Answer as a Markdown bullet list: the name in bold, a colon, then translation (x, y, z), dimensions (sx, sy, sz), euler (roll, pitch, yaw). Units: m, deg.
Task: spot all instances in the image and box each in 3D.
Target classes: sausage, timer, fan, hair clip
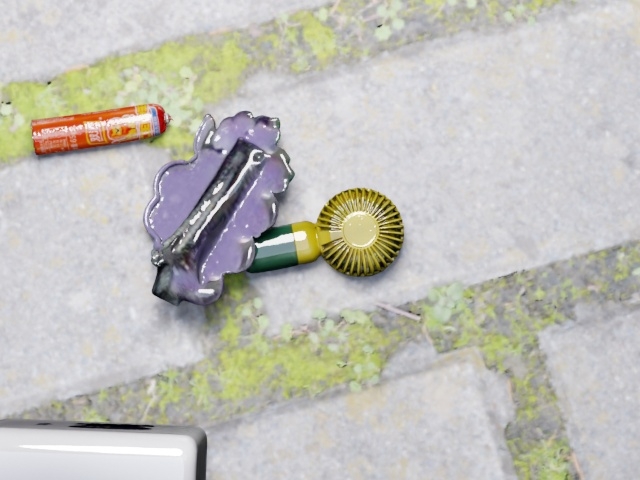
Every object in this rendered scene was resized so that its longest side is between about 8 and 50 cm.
- **sausage**: translation (-0.198, -0.103, 1.664), dimensions (0.129, 0.034, 0.034), euler (-8, 87, -1)
- **timer**: translation (-0.201, 0.255, 1.565), dimensions (0.195, 0.192, 0.194), euler (1, 87, 0)
- **fan**: translation (0.000, 0.000, 1.658), dimensions (0.155, 0.039, 0.082), euler (-12, 87, 0)
- **hair clip**: translation (-0.100, -0.035, 1.641), dimensions (0.124, 0.052, 0.195), euler (27, 79, 15)
